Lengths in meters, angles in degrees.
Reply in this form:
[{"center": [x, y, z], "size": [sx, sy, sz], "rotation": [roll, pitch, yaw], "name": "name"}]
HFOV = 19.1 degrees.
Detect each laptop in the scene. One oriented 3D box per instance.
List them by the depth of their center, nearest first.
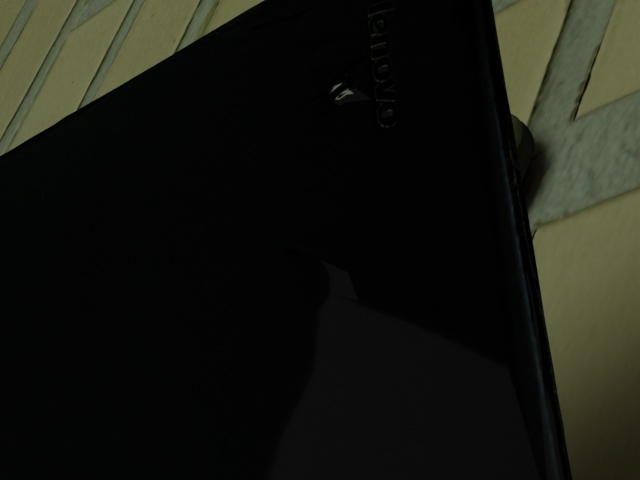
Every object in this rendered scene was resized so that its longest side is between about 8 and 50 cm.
[{"center": [-0.044, 0.136, 0.785], "size": [0.408, 0.236, 0.382], "rotation": [89, 178, -47], "name": "laptop"}]

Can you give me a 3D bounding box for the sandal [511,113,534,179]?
[{"center": [0.001, -0.002, 1.153], "size": [0.303, 0.086, 0.120], "rotation": [-38, 27, 35], "name": "sandal"}]
